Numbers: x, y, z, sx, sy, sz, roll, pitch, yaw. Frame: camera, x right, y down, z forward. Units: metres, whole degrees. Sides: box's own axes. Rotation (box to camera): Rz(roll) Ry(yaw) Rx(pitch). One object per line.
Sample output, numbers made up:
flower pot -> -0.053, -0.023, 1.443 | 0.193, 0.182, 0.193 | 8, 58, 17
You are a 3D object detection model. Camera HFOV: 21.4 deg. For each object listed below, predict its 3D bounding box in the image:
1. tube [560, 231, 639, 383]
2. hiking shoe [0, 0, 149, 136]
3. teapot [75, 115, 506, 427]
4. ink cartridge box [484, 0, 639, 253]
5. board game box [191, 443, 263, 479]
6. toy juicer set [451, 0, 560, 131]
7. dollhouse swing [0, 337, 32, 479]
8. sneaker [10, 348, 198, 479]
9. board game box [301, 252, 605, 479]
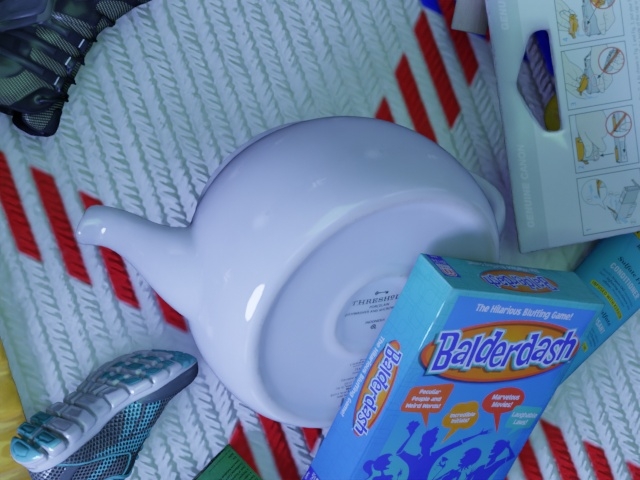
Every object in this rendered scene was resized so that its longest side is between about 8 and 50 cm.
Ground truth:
tube -> 0.240, 0.036, 1.399 | 0.207, 0.052, 0.080 | -43, 106, -23
hiking shoe -> -0.211, -0.140, 1.286 | 0.227, 0.086, 0.114 | -24, 102, -12
teapot -> 0.000, 0.000, 1.264 | 0.252, 0.187, 0.256 | -43, 137, 3
ink cartridge box -> 0.252, -0.141, 1.351 | 0.239, 0.060, 0.275 | -9, 101, -3
board game box -> -0.087, 0.261, 1.197 | 0.136, 0.030, 0.259 | 45, 37, 2
toy juicer set -> 0.223, -0.188, 1.414 | 0.329, 0.089, 0.209 | 31, 93, -13
dollhouse swing -> -0.338, 0.121, 1.085 | 0.315, 0.305, 0.347 | -17, 86, -17
sneaker -> -0.154, 0.140, 1.261 | 0.166, 0.065, 0.076 | -33, 120, -34
board game box -> 0.098, 0.114, 1.254 | 0.160, 0.047, 0.210 | 6, 119, -38
